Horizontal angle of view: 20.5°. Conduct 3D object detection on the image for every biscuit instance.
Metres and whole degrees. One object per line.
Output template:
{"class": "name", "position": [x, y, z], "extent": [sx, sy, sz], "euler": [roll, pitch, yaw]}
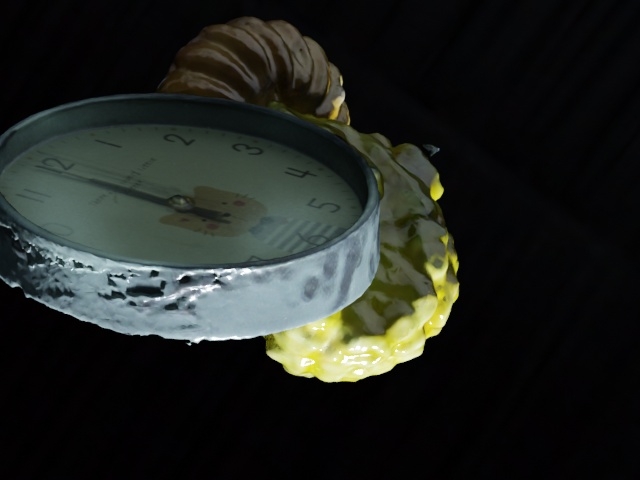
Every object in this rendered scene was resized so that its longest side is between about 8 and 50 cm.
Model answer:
{"class": "biscuit", "position": [-0.039, -0.111, 1.364], "extent": [0.183, 0.118, 0.061], "euler": [20, -179, -41]}

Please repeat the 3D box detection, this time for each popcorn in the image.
{"class": "popcorn", "position": [-0.001, -0.001, 1.271], "extent": [0.189, 0.169, 0.218], "euler": [19, -148, -36]}

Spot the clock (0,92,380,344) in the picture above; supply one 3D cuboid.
{"class": "clock", "position": [-0.076, -0.020, 0.981], "extent": [0.226, 0.049, 0.226], "euler": [6, -152, -3]}
